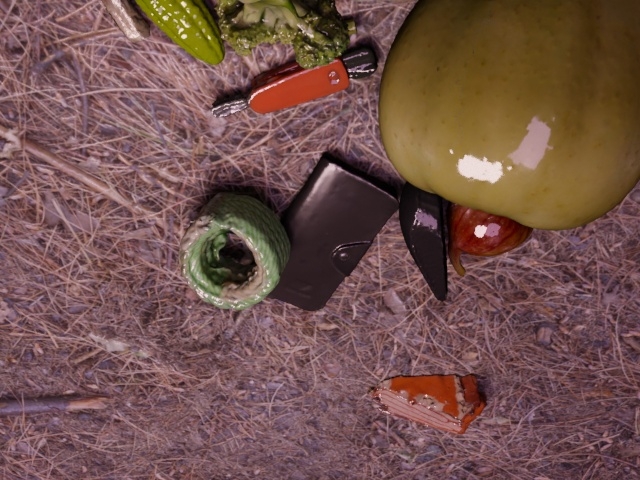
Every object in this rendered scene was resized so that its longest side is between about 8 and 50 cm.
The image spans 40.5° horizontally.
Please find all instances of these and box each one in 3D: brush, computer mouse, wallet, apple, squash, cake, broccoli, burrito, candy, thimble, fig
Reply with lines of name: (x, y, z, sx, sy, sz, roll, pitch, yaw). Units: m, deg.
brush: (-0.053, -0.289, 1.594, 0.323, 0.051, 0.070, -16, 132, 8)
computer mouse: (0.206, -0.017, 1.728, 0.087, 0.168, 0.295, -5, 128, 11)
wallet: (0.000, 0.000, 1.809, 0.197, 0.051, 0.378, 26, 124, -16)
apple: (0.326, -0.245, 1.395, 0.473, 0.474, 0.474, 0, 127, 0)
squash: (0.022, -0.371, 1.543, 0.083, 0.027, 0.027, -12, 126, 9)
cake: (0.252, 0.391, 2.075, 0.287, 0.135, 0.098, -1, 142, 12)
broccoli: (-0.081, -0.362, 1.382, 0.254, 0.302, 0.186, 33, 115, -25)
burrito: (-0.351, -0.406, 1.503, 0.055, 0.041, 0.149, -18, 126, 29)
candy: (-0.235, -0.385, 1.493, 0.096, 0.097, 0.209, -28, 127, 19)
thimble: (-0.173, 0.017, 1.736, 0.218, 0.150, 0.219, 6, 119, 11)
fig: (0.310, -0.027, 1.715, 0.207, 0.175, 0.175, -40, 118, 18)
